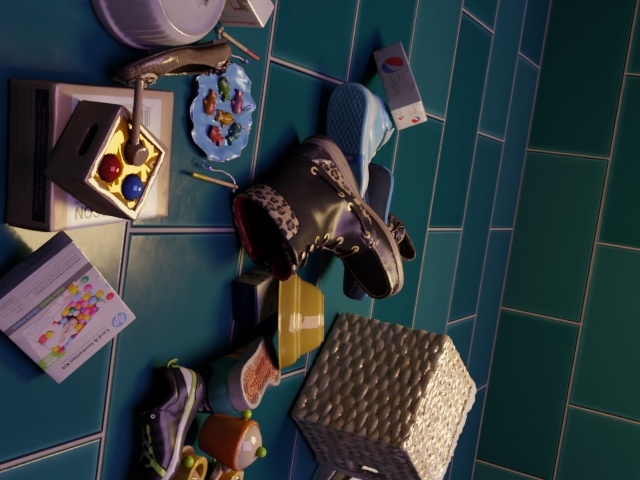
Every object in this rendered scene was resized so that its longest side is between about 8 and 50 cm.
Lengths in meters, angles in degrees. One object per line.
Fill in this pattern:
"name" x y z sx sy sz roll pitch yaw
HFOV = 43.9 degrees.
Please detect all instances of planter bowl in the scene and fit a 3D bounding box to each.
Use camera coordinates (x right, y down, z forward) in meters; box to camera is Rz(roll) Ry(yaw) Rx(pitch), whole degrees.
"planter bowl" -0.037 0.156 1.612 0.217 0.091 0.217 1 90 -90

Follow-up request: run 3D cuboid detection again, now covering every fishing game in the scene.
"fishing game" -0.163 -0.228 1.393 0.189 0.041 0.263 22 77 -61

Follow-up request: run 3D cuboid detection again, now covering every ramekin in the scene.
"ramekin" -0.225 -0.380 1.147 0.207 0.109 0.207 -30 125 -56

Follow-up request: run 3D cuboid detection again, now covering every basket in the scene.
"basket" 0.158 0.386 1.910 0.331 0.329 0.266 -61 145 -31

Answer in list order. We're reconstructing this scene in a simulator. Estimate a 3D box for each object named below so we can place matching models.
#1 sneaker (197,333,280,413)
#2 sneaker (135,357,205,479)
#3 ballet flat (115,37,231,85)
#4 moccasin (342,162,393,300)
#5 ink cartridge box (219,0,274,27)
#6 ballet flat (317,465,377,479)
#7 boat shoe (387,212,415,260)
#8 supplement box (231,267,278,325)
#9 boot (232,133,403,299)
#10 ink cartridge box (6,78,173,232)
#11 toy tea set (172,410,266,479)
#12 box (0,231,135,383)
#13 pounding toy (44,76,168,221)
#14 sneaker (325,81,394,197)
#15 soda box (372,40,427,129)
"sneaker" -0.160 0.255 1.523 0.302 0.121 0.108 -25 102 -78
"sneaker" -0.282 0.316 1.353 0.097 0.084 0.234 29 71 -36
"ballet flat" -0.217 -0.269 1.228 0.250 0.084 0.058 -35 115 -56
"moccasin" 0.079 -0.027 1.842 0.117 0.138 0.341 21 59 -23
"ink cartridge box" -0.144 -0.410 1.308 0.122 0.089 0.052 52 54 -55
"ballet flat" 0.089 0.571 2.079 0.400 0.139 0.139 -44 137 -46
"boat shoe" 0.174 -0.024 2.039 0.102 0.092 0.285 -67 149 -19
"supplement box" -0.127 0.109 1.562 0.083 0.056 0.083 -31 127 -55
"boot" 0.000 0.000 1.584 0.284 0.138 0.377 -39 106 -47
"ink cartridge box" -0.312 -0.120 1.101 0.235 0.088 0.193 -15 112 -60
"toy tea set" -0.177 0.475 1.490 0.200 0.124 0.335 -53 151 -44
"box" -0.359 0.095 1.093 0.145 0.038 0.186 -42 141 -17
"pounding toy" -0.256 -0.116 1.004 0.130 0.100 0.141 49 58 -56
"sneaker" 0.085 -0.188 1.787 0.208 0.127 0.318 -15 120 -65
"soda box" 0.183 -0.362 1.846 0.069 0.074 0.216 60 14 -51
